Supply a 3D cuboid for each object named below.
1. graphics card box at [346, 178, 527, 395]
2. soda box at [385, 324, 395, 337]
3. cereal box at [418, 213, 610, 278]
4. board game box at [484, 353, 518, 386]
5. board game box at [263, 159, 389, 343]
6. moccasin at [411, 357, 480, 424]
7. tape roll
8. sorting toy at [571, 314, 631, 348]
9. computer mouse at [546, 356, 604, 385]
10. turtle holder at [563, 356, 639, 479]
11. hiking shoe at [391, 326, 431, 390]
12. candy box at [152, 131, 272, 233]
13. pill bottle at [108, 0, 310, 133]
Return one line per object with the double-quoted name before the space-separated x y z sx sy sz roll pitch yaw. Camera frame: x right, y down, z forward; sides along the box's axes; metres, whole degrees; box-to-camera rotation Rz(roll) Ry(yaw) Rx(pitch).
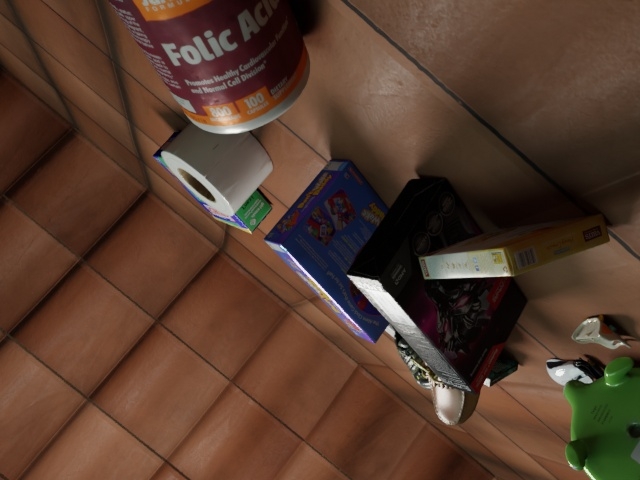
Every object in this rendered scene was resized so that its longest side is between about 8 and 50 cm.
"graphics card box" 0.231 0.091 1.097 0.094 0.232 0.371 7 145 53
"soda box" 0.274 0.293 1.896 0.216 0.069 0.074 39 165 -3
"cereal box" 0.279 0.013 0.896 0.240 0.173 0.047 -12 95 70
"board game box" 0.407 0.315 1.562 0.186 0.126 0.026 24 120 46
"board game box" 0.072 0.028 1.292 0.347 0.233 0.078 48 162 -29
"moccasin" 0.266 0.233 1.277 0.139 0.147 0.380 20 122 46
"tape roll" -0.270 -0.204 1.552 0.246 0.169 0.246 37 165 11
"sorting toy" 0.510 0.173 1.055 0.075 0.045 0.083 32 165 -1
"computer mouse" 0.557 0.298 1.293 0.106 0.042 0.193 39 165 -2
"turtle holder" 0.576 0.364 1.059 0.227 0.243 0.320 30 153 -26
"hiking shoe" 0.249 0.305 1.545 0.114 0.086 0.227 52 173 -25
"candy box" -0.338 -0.185 1.857 0.268 0.122 0.317 17 155 53
"pill bottle" -0.170 -0.349 0.795 0.224 0.224 0.392 30 163 31
